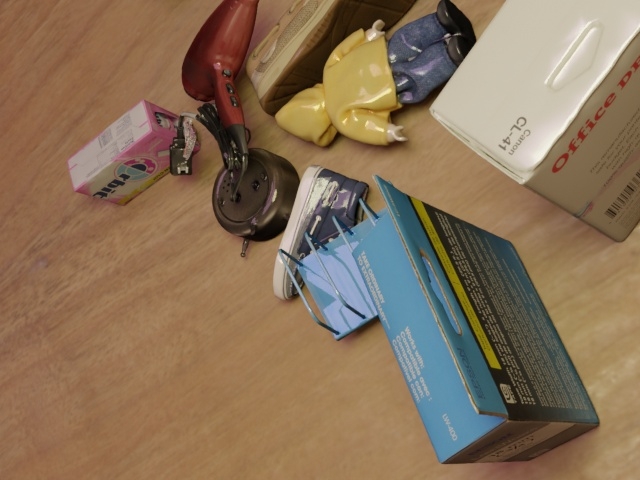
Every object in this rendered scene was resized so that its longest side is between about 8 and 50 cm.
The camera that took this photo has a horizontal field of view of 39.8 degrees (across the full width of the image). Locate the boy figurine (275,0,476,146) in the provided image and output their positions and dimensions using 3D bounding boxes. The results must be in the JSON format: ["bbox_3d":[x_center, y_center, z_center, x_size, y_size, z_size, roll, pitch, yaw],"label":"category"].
[{"bbox_3d":[0.069,-0.196,1.160,0.285,0.092,0.177,-27,65,28],"label":"boy figurine"}]

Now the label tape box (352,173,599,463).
[{"bbox_3d":[0.138,0.094,0.894,0.106,0.334,0.240,-34,62,24],"label":"label tape box"}]

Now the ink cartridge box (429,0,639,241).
[{"bbox_3d":[0.275,-0.143,0.872,0.131,0.306,0.226,42,103,33],"label":"ink cartridge box"}]

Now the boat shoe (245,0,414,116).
[{"bbox_3d":[0.017,-0.322,1.205,0.341,0.122,0.110,-43,58,22],"label":"boat shoe"}]

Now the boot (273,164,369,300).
[{"bbox_3d":[0.000,0.000,1.180,0.086,0.069,0.189,19,101,17],"label":"boot"}]

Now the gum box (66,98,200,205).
[{"bbox_3d":[-0.290,-0.136,1.382,0.188,0.107,0.062,-32,63,25],"label":"gum box"}]

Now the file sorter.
[{"bbox_3d":[0.051,0.023,1.084,0.170,0.104,0.118,-32,66,8],"label":"file sorter"}]

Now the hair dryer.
[{"bbox_3d":[-0.127,-0.211,1.245,0.224,0.080,0.293,19,105,50],"label":"hair dryer"}]

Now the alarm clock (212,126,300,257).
[{"bbox_3d":[-0.101,-0.084,1.271,0.129,0.064,0.192,-30,61,26],"label":"alarm clock"}]
